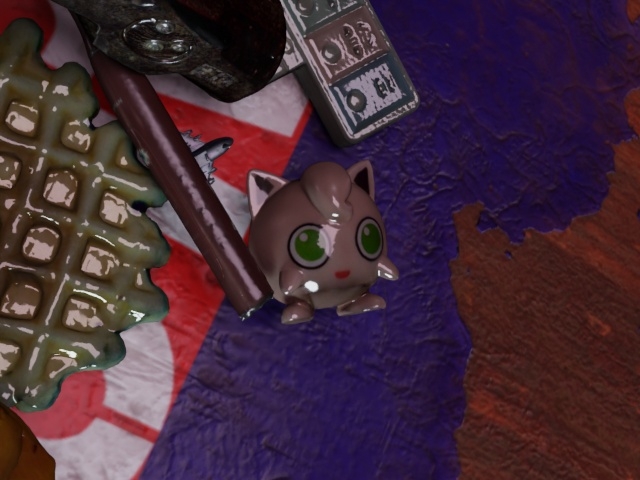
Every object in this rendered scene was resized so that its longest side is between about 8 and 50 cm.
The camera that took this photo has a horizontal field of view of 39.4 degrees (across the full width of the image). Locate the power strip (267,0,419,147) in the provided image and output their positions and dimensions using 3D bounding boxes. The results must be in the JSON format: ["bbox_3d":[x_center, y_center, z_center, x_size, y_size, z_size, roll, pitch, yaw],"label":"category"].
[{"bbox_3d":[-0.019,-0.184,0.823,0.145,0.061,0.215,-31,96,-19],"label":"power strip"}]

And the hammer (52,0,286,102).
[{"bbox_3d":[-0.134,-0.328,0.718,0.242,0.095,0.408,24,56,-50],"label":"hammer"}]

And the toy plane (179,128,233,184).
[{"bbox_3d":[-0.108,-0.069,0.773,0.083,0.031,0.078,-31,112,-24],"label":"toy plane"}]

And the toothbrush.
[{"bbox_3d":[-0.141,-0.100,0.707,0.041,0.041,0.364,-32,93,-26],"label":"toothbrush"}]

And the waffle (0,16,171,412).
[{"bbox_3d":[-0.266,-0.007,0.672,0.309,0.056,0.291,-33,97,-29],"label":"waffle"}]

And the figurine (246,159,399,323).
[{"bbox_3d":[0.000,0.000,0.765,0.125,0.125,0.138,-4,86,-26],"label":"figurine"}]

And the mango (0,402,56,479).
[{"bbox_3d":[-0.261,0.223,0.561,0.153,0.201,0.287,20,98,8],"label":"mango"}]
